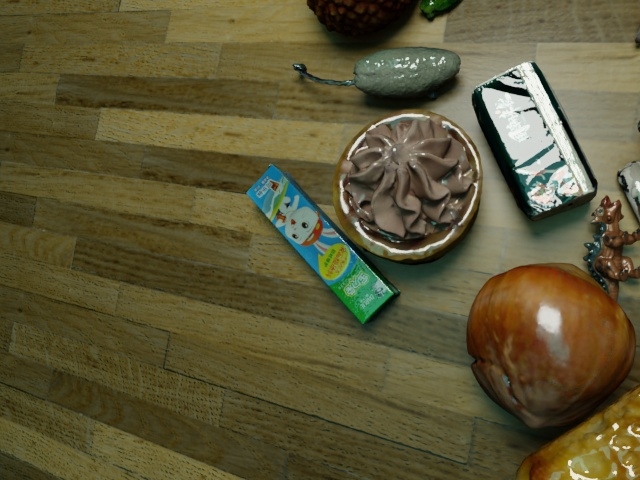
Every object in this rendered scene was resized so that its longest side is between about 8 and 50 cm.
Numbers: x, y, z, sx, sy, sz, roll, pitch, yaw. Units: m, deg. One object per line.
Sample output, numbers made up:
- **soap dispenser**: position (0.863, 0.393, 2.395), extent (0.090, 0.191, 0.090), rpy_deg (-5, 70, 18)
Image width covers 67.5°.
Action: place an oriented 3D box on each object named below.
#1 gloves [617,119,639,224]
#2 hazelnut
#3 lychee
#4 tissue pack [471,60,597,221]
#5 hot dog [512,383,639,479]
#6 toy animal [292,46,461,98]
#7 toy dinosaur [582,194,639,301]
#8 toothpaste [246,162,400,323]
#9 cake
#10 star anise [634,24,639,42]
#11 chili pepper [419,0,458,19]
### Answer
- **gloves**: position (0.406, -0.046, 0.511), extent (0.111, 0.127, 0.212), rpy_deg (-9, 86, 11)
- **hazelnut**: position (0.254, 0.113, 0.529), extent (0.182, 0.182, 0.182), rpy_deg (-2, 85, 21)
- **lychee**: position (0.049, -0.379, 0.645), extent (0.188, 0.188, 0.188), rpy_deg (-2, 85, 21)
- **tissue pack**: position (0.256, -0.114, 0.579), extent (0.090, 0.103, 0.170), rpy_deg (-23, 77, 22)
- **hot dog**: position (0.388, 0.199, 0.437), extent (0.405, 0.223, 0.185), rpy_deg (-42, 52, 14)
- **toy animal**: position (0.067, -0.234, 0.677), extent (0.252, 0.079, 0.070), rpy_deg (5, 93, 23)
- **toy dinosaur**: position (0.339, 0.024, 0.561), extent (0.055, 0.049, 0.154), rpy_deg (9, 102, 56)
- **toothpaste**: position (0.000, 0.000, 0.698), extent (0.065, 0.050, 0.267), rpy_deg (-45, 72, 9)
- **cake**: position (0.101, -0.063, 0.599), extent (0.185, 0.178, 0.208), rpy_deg (40, 103, 19)
- **star anise**: position (0.437, -0.323, 0.548), extent (0.195, 0.065, 0.183), rpy_deg (5, 82, 30)
- **chili pepper**: position (0.182, -0.366, 0.668), extent (0.055, 0.035, 0.118), rpy_deg (22, 98, 5)
